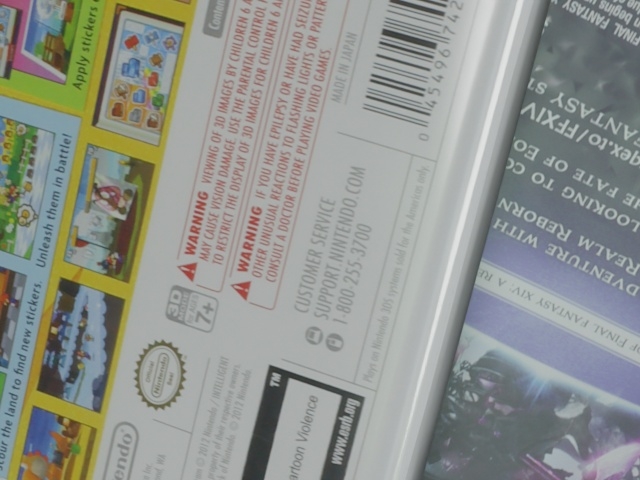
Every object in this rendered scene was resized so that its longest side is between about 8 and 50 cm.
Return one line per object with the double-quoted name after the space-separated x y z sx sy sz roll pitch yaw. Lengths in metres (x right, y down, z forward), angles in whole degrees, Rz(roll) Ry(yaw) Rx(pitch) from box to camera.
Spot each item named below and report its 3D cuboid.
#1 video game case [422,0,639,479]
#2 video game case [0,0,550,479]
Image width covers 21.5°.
0.065 0.021 0.462 0.196 0.026 0.274 26 107 -9 "video game case"
-0.057 -0.026 0.435 0.206 0.026 0.227 17 104 15 "video game case"
